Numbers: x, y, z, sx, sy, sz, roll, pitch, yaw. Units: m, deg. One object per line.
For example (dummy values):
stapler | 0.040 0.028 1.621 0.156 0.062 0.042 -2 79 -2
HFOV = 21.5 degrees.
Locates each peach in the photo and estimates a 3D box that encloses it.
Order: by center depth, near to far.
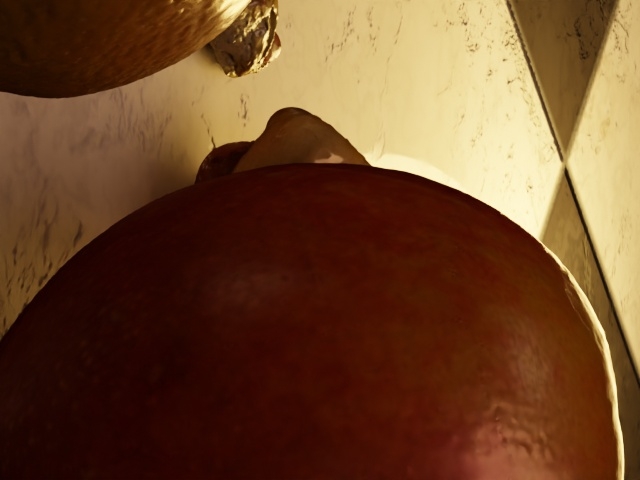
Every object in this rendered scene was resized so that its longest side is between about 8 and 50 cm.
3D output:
peach | -0.023 0.135 0.971 0.388 0.388 0.388 -11 103 -62

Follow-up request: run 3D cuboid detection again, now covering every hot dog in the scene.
hot dog | -0.062 -0.174 1.185 0.169 0.061 0.078 53 46 -52
hot dog | 0.000 0.000 1.219 0.150 0.153 0.257 -51 133 -5

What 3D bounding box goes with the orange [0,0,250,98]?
orange | -0.136 -0.198 0.857 0.264 0.264 0.264 -11 103 -62
